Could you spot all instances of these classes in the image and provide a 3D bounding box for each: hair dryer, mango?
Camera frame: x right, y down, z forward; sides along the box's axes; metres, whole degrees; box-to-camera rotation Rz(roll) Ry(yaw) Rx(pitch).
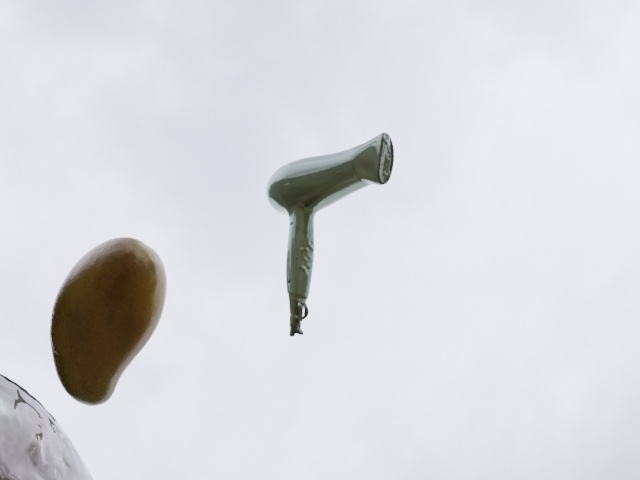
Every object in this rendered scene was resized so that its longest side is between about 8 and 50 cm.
[{"bbox_3d":[0.000,0.000,0.901,0.075,0.206,0.237,20,-109,-34],"label":"hair dryer"},{"bbox_3d":[-0.274,0.102,0.940,0.136,0.099,0.228,26,-78,14],"label":"mango"}]

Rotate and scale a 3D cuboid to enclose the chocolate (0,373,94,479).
[{"bbox_3d":[-0.242,0.134,0.361,0.303,0.100,0.185,-15,-60,15],"label":"chocolate"}]
